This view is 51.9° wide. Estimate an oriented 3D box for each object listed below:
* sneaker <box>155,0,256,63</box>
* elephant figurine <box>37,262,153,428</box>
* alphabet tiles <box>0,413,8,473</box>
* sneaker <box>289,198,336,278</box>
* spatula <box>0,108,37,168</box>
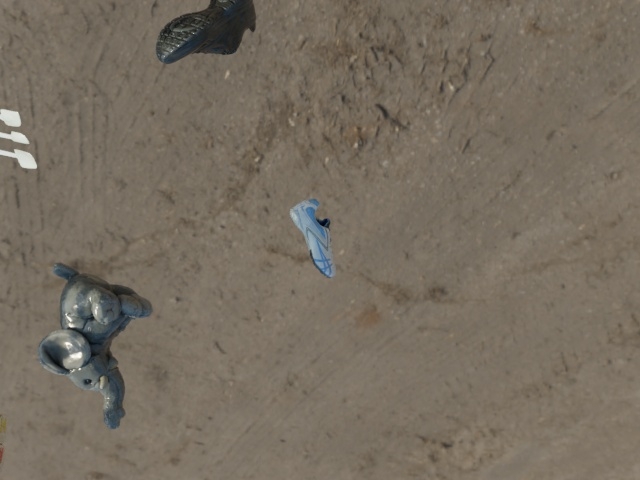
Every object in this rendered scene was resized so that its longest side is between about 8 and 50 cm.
[{"bbox_3d":[-0.247,-0.471,1.510,0.109,0.286,0.130,32,151,35],"label":"sneaker"},{"bbox_3d":[-0.430,0.196,1.216,0.169,0.239,0.186,23,-177,-45],"label":"elephant figurine"},{"bbox_3d":[-0.768,0.452,1.478,0.021,0.278,0.284,-1,160,-4],"label":"alphabet tiles"},{"bbox_3d":[0.000,0.000,1.664,0.086,0.085,0.237,-24,124,0],"label":"sneaker"},{"bbox_3d":[-0.889,-0.291,1.848,0.242,0.019,0.168,13,129,33],"label":"spatula"}]
